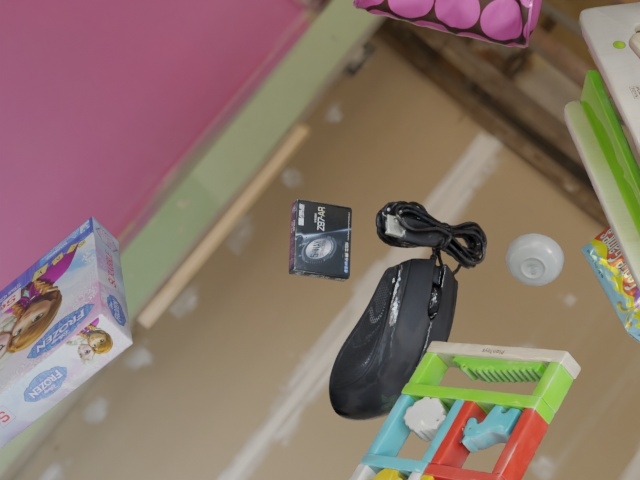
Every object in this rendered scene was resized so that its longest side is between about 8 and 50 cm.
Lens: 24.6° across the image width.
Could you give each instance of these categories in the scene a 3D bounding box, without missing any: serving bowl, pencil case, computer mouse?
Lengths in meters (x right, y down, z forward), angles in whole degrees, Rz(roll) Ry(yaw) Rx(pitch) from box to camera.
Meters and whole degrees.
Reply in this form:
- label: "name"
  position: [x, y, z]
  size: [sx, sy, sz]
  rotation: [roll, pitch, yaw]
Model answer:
- label: "serving bowl"
  position: [0.301, 0.032, 2.067]
  size: [0.083, 0.027, 0.083]
  rotation: [7, -56, 11]
- label: "pencil case"
  position: [0.139, -0.279, 1.605]
  size: [0.209, 0.095, 0.098]
  rotation: [12, -18, 8]
- label: "computer mouse"
  position: [0.100, 0.098, 1.699]
  size: [0.188, 0.272, 0.072]
  rotation: [16, 11, -44]

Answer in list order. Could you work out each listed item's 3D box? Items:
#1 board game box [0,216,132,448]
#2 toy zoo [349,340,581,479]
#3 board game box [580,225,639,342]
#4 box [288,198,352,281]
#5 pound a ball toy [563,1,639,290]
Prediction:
- label: "board game box"
  position: [-0.411, 0.145, 2.052]
  size: [0.066, 0.319, 0.318]
  rotation: [47, 8, -26]
- label: "toy zoo"
  position: [0.112, 0.225, 1.421]
  size: [0.192, 0.293, 0.030]
  rotation: [-1, -41, 51]
- label: "board game box"
  position: [0.439, -0.002, 1.536]
  size: [0.142, 0.275, 0.144]
  rotation: [34, 23, -36]
- label: "box"
  position: [0.000, 0.000, 1.616]
  size: [0.067, 0.083, 0.018]
  rotation: [10, -19, -19]
- label: "pound a ball toy"
  position: [0.328, -0.102, 1.286]
  size: [0.319, 0.136, 0.208]
  rotation: [-103, -170, -46]
